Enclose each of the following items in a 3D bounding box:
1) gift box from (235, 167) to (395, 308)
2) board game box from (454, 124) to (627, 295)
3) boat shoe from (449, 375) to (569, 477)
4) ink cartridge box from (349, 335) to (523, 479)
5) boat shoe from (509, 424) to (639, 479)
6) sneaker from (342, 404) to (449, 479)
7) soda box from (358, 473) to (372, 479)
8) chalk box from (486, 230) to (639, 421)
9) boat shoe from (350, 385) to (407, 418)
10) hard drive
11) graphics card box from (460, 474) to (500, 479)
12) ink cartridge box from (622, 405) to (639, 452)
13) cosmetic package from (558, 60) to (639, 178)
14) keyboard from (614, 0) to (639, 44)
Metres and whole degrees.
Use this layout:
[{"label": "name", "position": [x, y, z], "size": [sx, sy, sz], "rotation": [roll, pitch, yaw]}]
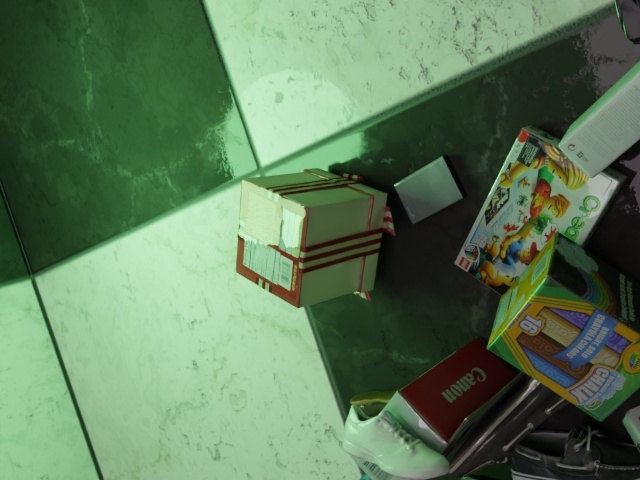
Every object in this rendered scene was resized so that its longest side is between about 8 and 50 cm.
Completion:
[{"label": "gift box", "position": [0.000, 0.000, 1.465], "size": [0.276, 0.258, 0.255], "rotation": [30, 120, 39]}, {"label": "board game box", "position": [0.393, -0.031, 1.263], "size": [0.193, 0.053, 0.305], "rotation": [36, 124, 26]}, {"label": "boat shoe", "position": [0.378, 0.351, 1.304], "size": [0.095, 0.112, 0.335], "rotation": [41, 104, 10]}, {"label": "ink cartridge box", "position": [0.244, 0.317, 1.322], "size": [0.130, 0.309, 0.272], "rotation": [45, 126, 22]}, {"label": "boat shoe", "position": [0.485, 0.404, 1.268], "size": [0.335, 0.121, 0.119], "rotation": [-20, 94, 44]}, {"label": "sneaker", "position": [0.124, 0.340, 1.177], "size": [0.212, 0.080, 0.094], "rotation": [7, 95, 40]}, {"label": "soda box", "position": [0.186, 0.632, 1.626], "size": [0.210, 0.067, 0.071], "rotation": [27, 119, 32]}, {"label": "chalk box", "position": [0.460, 0.159, 1.153], "size": [0.289, 0.180, 0.179], "rotation": [34, 123, 5]}, {"label": "boat shoe", "position": [0.158, 0.382, 1.576], "size": [0.207, 0.073, 0.073], "rotation": [-23, 89, 49]}, {"label": "hard drive", "position": [0.223, -0.103, 1.406], "size": [0.135, 0.022, 0.094], "rotation": [-30, 83, 42]}, {"label": "graphics card box", "position": [0.363, 0.677, 1.353], "size": [0.233, 0.094, 0.371], "rotation": [3, 78, 52]}, {"label": "ink cartridge box", "position": [0.598, 0.343, 1.118], "size": [0.127, 0.072, 0.175], "rotation": [-24, 60, 5]}, {"label": "cosmetic package", "position": [0.493, -0.214, 1.075], "size": [0.085, 0.117, 0.231], "rotation": [45, 129, 2]}, {"label": "keyboard", "position": [0.584, -0.428, 1.000], "size": [0.317, 0.033, 0.202], "rotation": [-10, 103, 40]}]
